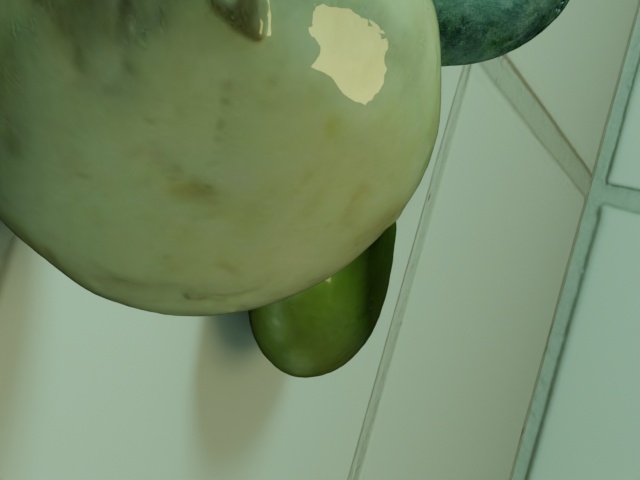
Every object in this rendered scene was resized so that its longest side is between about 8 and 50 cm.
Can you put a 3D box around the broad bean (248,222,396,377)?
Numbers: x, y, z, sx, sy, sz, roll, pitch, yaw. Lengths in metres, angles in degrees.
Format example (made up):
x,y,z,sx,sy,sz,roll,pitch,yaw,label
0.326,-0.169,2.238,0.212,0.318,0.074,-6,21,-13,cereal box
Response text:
x,y,z,sx,sy,sz,roll,pitch,yaw,label
-0.001,0.000,1.548,0.291,0.119,0.238,79,22,-56,broad bean

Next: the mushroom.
x,y,z,sx,sy,sz,roll,pitch,yaw,label
-0.070,-0.136,1.064,0.314,0.314,0.336,80,9,-50,mushroom

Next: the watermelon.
x,y,z,sx,sy,sz,roll,pitch,yaw,label
0.176,-0.325,1.701,0.175,0.188,0.321,-29,127,-76,watermelon
